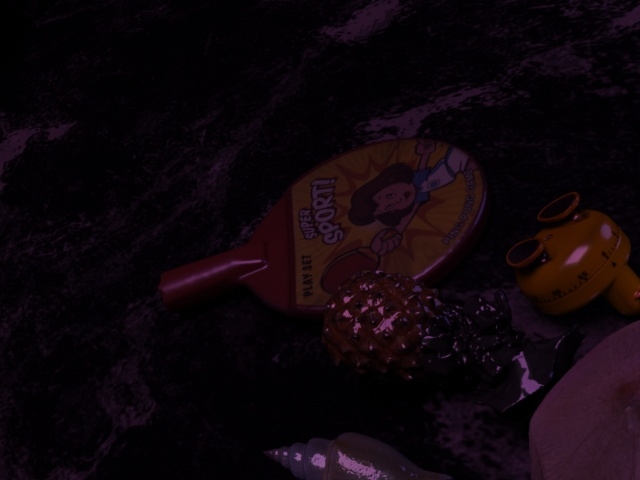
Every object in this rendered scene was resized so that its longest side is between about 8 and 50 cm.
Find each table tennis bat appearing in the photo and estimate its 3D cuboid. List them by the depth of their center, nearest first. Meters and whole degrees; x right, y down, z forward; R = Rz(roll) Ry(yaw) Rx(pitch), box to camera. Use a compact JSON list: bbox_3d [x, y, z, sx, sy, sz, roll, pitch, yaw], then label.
[{"bbox_3d":[0.000,0.000,0.933,0.414,0.051,0.268,-19,42,14],"label":"table tennis bat"}]

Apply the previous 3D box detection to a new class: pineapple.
[{"bbox_3d":[0.121,0.097,0.712,0.237,0.111,0.119,10,86,34],"label":"pineapple"}]

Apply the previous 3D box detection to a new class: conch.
[{"bbox_3d":[0.025,0.210,0.685,0.180,0.065,0.088,6,52,28],"label":"conch"}]

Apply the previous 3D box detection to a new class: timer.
[{"bbox_3d":[0.238,0.027,0.723,0.107,0.109,0.107,-43,11,10],"label":"timer"}]

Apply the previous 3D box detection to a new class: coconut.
[{"bbox_3d":[0.235,0.148,0.472,0.224,0.234,0.224,-16,47,18],"label":"coconut"}]
